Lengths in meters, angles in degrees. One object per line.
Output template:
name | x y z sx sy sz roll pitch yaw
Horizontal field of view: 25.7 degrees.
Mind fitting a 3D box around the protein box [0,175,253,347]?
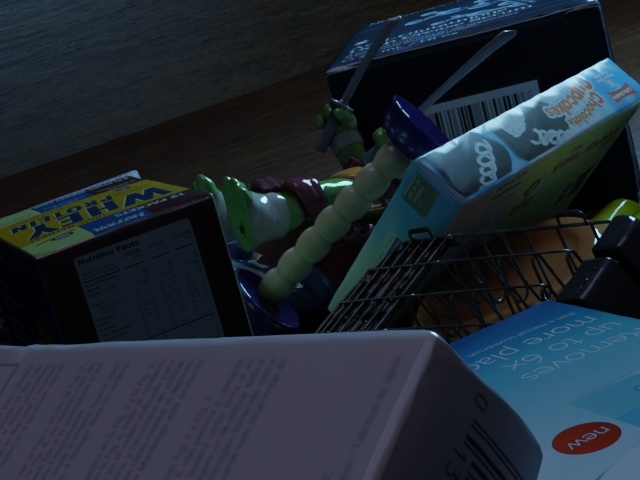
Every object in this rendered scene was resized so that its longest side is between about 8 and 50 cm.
protein box | -0.149 0.072 1.067 0.136 0.201 0.200 -20 14 -22

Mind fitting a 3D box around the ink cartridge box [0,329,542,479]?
ink cartridge box | -0.131 0.186 0.568 0.385 0.091 0.308 -7 45 43

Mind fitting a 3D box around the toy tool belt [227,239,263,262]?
toy tool belt | -0.110 0.018 1.572 0.083 0.052 0.051 -23 59 -14

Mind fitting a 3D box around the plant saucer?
plant saucer | 0.155 0.039 1.117 0.200 0.037 0.200 -27 17 9

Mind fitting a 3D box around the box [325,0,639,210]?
box | 0.190 -0.162 1.626 0.293 0.212 0.395 -13 13 10

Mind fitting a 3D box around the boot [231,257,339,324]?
boot | -0.059 0.050 1.376 0.086 0.069 0.190 -14 19 -28

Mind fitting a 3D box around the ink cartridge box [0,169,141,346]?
ink cartridge box | -0.331 0.082 1.304 0.395 0.151 0.270 -19 12 -2

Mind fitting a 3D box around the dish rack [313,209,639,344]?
dish rack | 0.099 0.068 0.981 0.271 0.074 0.208 -6 34 50

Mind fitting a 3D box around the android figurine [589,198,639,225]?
android figurine | 0.345 -0.013 1.188 0.248 0.056 0.273 -5 19 38

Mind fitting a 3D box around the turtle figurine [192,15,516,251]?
turtle figurine | 0.016 -0.095 1.339 0.266 0.275 0.198 -17 42 -23

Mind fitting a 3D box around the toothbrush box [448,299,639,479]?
toothbrush box | 0.126 0.138 0.662 0.216 0.126 0.295 -21 16 -24

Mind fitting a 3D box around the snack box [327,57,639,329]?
snack box | 0.156 -0.039 1.259 0.322 0.060 0.187 -29 -24 -45

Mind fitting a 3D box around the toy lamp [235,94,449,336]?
toy lamp | 0.000 0.000 1.218 0.275 0.080 0.080 -48 5 17
